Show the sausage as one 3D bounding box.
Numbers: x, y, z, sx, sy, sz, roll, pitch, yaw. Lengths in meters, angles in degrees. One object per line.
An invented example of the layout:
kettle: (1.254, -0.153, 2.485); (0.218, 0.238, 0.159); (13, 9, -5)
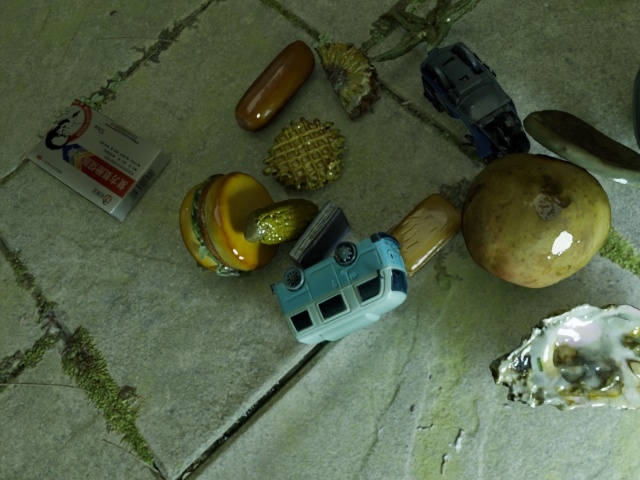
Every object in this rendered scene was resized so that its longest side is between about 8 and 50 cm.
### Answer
sausage: (-0.116, -0.393, 1.633); (0.105, 0.105, 0.274); (33, 78, 24)

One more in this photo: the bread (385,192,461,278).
bread: (0.217, -0.013, 1.408); (0.200, 0.077, 0.116); (-43, 72, -5)

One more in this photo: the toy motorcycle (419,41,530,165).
toy motorcycle: (0.348, -0.291, 1.422); (0.125, 0.212, 0.358); (-32, 59, 2)

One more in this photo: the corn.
corn: (-0.078, -0.041, 1.406); (0.097, 0.262, 0.097); (5, 101, 28)

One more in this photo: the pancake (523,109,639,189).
pancake: (0.552, -0.191, 1.301); (0.294, 0.294, 0.049); (41, 121, 25)

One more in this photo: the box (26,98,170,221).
box: (-0.598, -0.221, 1.709); (0.353, 0.069, 0.214); (30, 78, 25)

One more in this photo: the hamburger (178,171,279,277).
hamburger: (-0.213, -0.029, 1.441); (0.170, 0.246, 0.246); (-12, 63, 31)

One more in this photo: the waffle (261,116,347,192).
waffle: (-0.033, -0.206, 1.555); (0.197, 0.070, 0.193); (7, 69, 14)

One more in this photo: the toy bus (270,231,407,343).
toy bus: (0.053, 0.106, 1.336); (0.271, 0.133, 0.164); (-27, 69, 19)

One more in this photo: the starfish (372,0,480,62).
starfish: (0.258, -0.534, 1.580); (0.358, 0.078, 0.347); (-39, 36, -5)

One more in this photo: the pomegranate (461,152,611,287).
pomegranate: (0.419, -0.042, 1.251); (0.281, 0.281, 0.281); (-5, 66, 12)

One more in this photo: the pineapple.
pineapple: (0.087, -0.422, 1.614); (0.135, 0.079, 0.233); (-31, 69, 10)

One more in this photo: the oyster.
oyster: (0.501, 0.219, 1.228); (0.355, 0.107, 0.201); (-2, 87, 1)

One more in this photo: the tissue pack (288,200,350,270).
tissue pack: (0.000, 0.000, 1.431); (0.051, 0.112, 0.156); (35, 79, 23)

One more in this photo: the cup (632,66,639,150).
cup: (0.780, -0.231, 1.236); (0.274, 0.259, 0.356); (-4, 51, 16)
